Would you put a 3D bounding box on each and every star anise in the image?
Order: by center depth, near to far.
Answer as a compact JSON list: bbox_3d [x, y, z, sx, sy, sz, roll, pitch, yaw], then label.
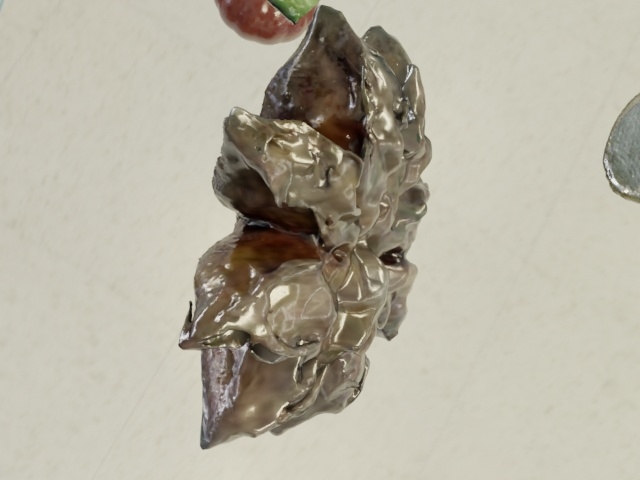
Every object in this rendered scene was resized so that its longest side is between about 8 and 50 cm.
[{"bbox_3d":[0.001,0.000,1.153,0.117,0.332,0.332,21,62,20],"label":"star anise"}]

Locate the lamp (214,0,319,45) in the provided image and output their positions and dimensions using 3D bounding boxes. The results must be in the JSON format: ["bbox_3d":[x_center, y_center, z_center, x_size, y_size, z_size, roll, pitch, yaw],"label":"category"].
[{"bbox_3d":[-0.049,-0.228,1.548,0.101,0.090,0.101,8,61,-14],"label":"lamp"}]

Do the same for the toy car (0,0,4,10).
[{"bbox_3d":[-0.242,-0.126,0.671,0.188,0.190,0.255,-24,64,-40],"label":"toy car"}]

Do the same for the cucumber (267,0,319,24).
[{"bbox_3d":[-0.009,-0.207,0.979,0.115,0.116,0.062,43,21,-34],"label":"cucumber"}]

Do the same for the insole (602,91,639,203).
[{"bbox_3d":[0.309,-0.086,1.041,0.009,0.348,0.119,18,73,-37],"label":"insole"}]
